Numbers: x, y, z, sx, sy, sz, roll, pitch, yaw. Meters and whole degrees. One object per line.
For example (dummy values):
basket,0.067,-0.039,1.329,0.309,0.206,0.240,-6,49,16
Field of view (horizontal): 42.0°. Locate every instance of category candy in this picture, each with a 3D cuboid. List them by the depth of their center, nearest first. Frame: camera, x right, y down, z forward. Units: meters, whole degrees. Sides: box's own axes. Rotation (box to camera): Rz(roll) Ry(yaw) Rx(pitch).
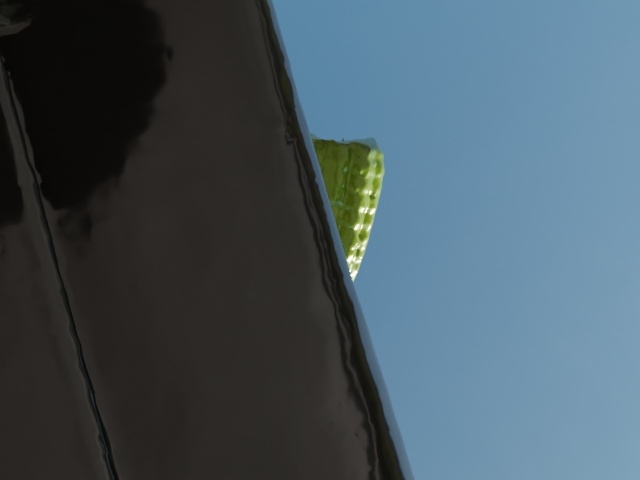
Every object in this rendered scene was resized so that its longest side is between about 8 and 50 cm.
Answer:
candy,0.000,0.000,0.786,0.097,0.097,0.209,15,-85,22

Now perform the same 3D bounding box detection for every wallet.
wallet,-0.099,-0.007,0.360,0.228,0.062,0.406,-15,-95,-25
